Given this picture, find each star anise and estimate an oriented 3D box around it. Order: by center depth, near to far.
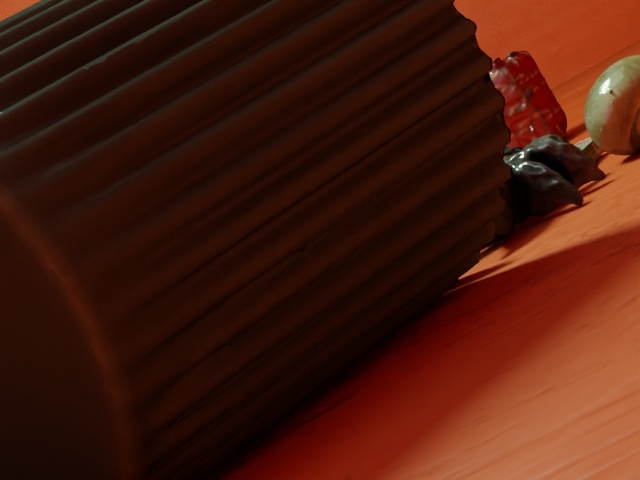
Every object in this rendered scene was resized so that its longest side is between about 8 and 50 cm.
[{"bbox_3d":[0.129,-0.033,0.931,0.180,0.061,0.204,-27,5,43],"label":"star anise"}]

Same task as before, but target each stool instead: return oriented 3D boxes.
[{"bbox_3d":[-0.093,-0.014,0.688,0.297,0.297,0.330,-27,8,43],"label":"stool"}]

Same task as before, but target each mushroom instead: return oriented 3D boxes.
[{"bbox_3d":[0.249,-0.106,0.953,0.083,0.084,0.067,-31,45,-23],"label":"mushroom"}]

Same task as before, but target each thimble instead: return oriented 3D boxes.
[{"bbox_3d":[0.201,-0.143,1.483,0.189,0.125,0.163,-27,4,39],"label":"thimble"}]

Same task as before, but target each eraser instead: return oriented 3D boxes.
[{"bbox_3d":[0.222,-0.069,1.059,0.038,0.019,0.083,-25,5,33],"label":"eraser"}]
